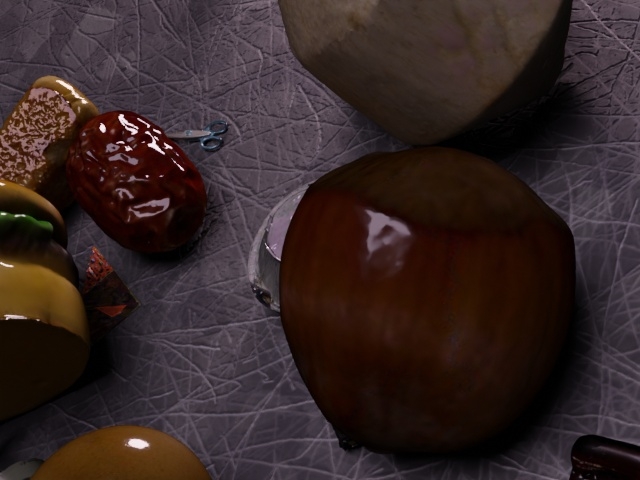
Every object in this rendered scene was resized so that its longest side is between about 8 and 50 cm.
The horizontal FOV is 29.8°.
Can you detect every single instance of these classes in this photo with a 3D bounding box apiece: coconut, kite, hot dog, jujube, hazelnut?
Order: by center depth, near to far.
[{"bbox_3d":[0.108,0.061,1.405,0.365,0.366,0.366,-14,54,21],"label":"hazelnut"},{"bbox_3d":[0.155,-0.316,1.597,0.415,0.415,0.345,3,60,30],"label":"coconut"},{"bbox_3d":[-0.278,-0.087,1.806,0.174,0.174,0.250,-46,61,-5],"label":"jujube"},{"bbox_3d":[-0.320,0.098,1.807,0.125,0.008,0.222,-4,59,24],"label":"kite"},{"bbox_3d":[-0.450,-0.131,1.928,0.150,0.153,0.257,35,91,11],"label":"hot dog"}]

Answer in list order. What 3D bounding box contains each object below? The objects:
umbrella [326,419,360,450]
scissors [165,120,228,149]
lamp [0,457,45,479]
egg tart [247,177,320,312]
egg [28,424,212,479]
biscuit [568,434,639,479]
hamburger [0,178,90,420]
[{"bbox_3d":[0.015,0.202,1.532,0.040,0.037,0.144,-34,52,4],"label":"umbrella"},{"bbox_3d":[-0.202,-0.167,1.907,0.119,0.014,0.058,3,57,27],"label":"scissors"},{"bbox_3d":[-0.429,0.331,1.635,0.121,0.121,0.214,-46,62,-5],"label":"lamp"},{"bbox_3d":[0.000,0.000,1.637,0.234,0.094,0.234,-14,53,19],"label":"egg tart"},{"bbox_3d":[-0.256,0.376,1.429,0.250,0.250,0.322,22,77,37],"label":"egg"},{"bbox_3d":[0.297,0.327,1.276,0.151,0.063,0.235,17,72,36],"label":"biscuit"},{"bbox_3d":[-0.511,0.074,1.678,0.395,0.396,0.278,-25,64,13],"label":"hamburger"}]
